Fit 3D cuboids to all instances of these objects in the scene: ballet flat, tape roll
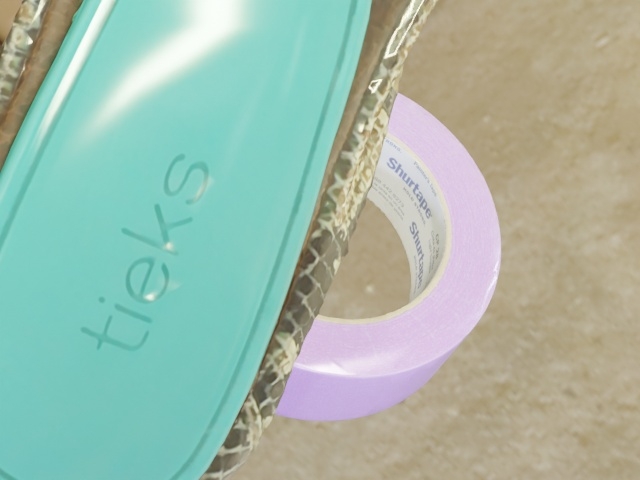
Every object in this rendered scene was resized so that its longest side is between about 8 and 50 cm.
[{"bbox_3d":[-0.015,-0.130,0.505,0.482,0.164,0.182,-64,17,-1],"label":"ballet flat"},{"bbox_3d":[0.000,0.000,1.182,0.090,0.275,0.274,118,166,-56],"label":"tape roll"}]
